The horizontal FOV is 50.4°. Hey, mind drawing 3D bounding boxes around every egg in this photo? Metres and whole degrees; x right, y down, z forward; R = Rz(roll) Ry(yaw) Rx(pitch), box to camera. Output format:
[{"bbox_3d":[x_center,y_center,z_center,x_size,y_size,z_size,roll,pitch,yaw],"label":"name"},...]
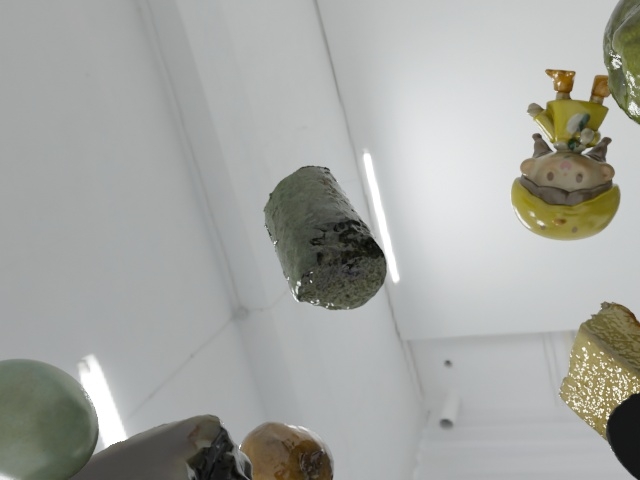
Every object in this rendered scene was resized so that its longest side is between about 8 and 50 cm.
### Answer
[{"bbox_3d":[-0.282,0.172,0.647,0.114,0.152,0.114,-50,-27,-38],"label":"egg"}]

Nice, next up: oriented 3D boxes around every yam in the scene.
[{"bbox_3d":[0.000,0.000,1.357,0.195,0.195,0.300,60,-179,-41],"label":"yam"}]

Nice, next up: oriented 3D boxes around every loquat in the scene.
[{"bbox_3d":[-0.081,0.505,1.509,0.238,0.238,0.193,46,-125,-54],"label":"loquat"}]

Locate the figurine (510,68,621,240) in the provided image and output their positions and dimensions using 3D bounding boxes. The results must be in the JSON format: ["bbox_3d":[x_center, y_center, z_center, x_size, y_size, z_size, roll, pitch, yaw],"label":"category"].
[{"bbox_3d":[0.513,-0.166,1.382,0.187,0.215,0.344,-24,-55,-57],"label":"figurine"}]

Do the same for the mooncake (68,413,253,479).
[{"bbox_3d":[-0.137,0.372,0.712,0.394,0.392,0.247,-41,-50,-60],"label":"mooncake"}]

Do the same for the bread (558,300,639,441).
[{"bbox_3d":[0.480,0.235,0.954,0.114,0.274,0.185,-25,-47,-24],"label":"bread"}]

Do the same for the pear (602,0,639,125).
[{"bbox_3d":[0.644,-0.301,1.058,0.352,0.412,0.352,171,90,-88],"label":"pear"}]

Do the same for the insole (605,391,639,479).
[{"bbox_3d":[0.323,0.118,0.540,0.086,0.253,0.005,59,155,25],"label":"insole"}]
